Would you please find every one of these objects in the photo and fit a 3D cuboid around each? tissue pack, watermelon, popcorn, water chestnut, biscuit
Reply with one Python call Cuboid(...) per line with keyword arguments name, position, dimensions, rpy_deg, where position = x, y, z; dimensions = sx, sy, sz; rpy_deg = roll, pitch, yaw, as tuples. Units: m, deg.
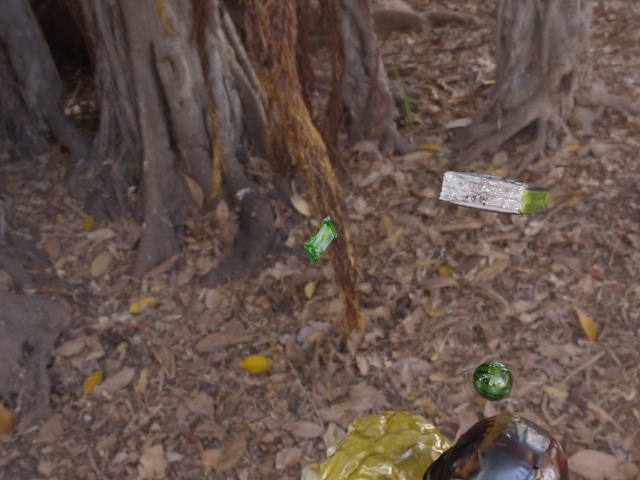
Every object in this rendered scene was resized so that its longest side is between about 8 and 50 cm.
Cuboid(name="tissue pack", position=(0.364, -0.098, 1.472), dimensions=(0.173, 0.073, 0.235), rpy_deg=(12, 8, 27))
Cuboid(name="watermelon", position=(0.419, 0.343, 1.737), dimensions=(0.109, 0.109, 0.109), rpy_deg=(-9, 29, 5))
Cuboid(name="popcorn", position=(0.150, 0.559, 1.486), dimensions=(0.344, 0.354, 0.390), rpy_deg=(-2, 42, -27))
Cuboid(name="water chestnut", position=(0.311, 0.445, 1.182), dimensions=(0.300, 0.300, 0.300), rpy_deg=(-9, 29, 5))
Cuboid(name="biscuit", position=(0.000, 0.000, 1.209), dimensions=(0.016, 0.046, 0.089), rpy_deg=(-4, 33, 33))

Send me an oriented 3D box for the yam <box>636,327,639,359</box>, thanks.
Cuboid(name="yam", position=(0.827, 0.276, 1.820), dimensions=(0.021, 0.116, 0.021), rpy_deg=(-15, 20, 6))
